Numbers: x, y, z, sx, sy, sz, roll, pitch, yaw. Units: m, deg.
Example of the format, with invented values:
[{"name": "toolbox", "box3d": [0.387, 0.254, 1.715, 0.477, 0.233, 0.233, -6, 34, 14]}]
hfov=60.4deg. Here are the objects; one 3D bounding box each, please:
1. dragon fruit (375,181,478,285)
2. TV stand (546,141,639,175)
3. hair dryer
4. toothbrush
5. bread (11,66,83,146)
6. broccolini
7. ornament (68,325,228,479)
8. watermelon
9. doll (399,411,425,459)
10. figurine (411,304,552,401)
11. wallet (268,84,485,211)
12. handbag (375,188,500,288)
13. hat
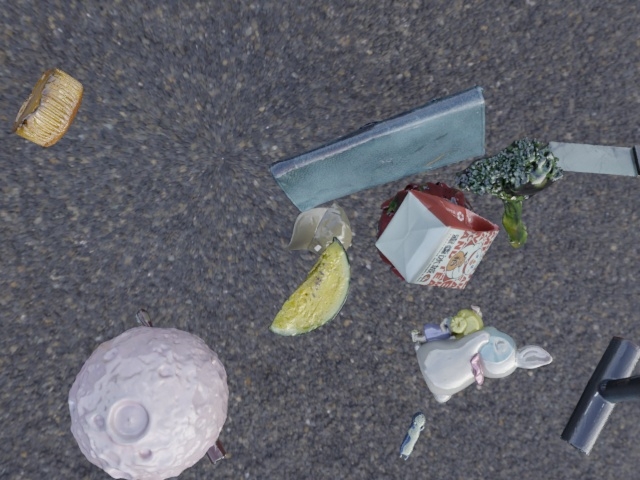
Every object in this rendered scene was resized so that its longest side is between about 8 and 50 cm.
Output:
[{"name": "dragon fruit", "box3d": [0.320, -0.025, 1.651, 0.330, 0.329, 0.329, -1, 99, -10]}, {"name": "TV stand", "box3d": [0.444, -0.103, 0.777, 0.257, 0.040, 0.048, 3, 67, -4]}, {"name": "hair dryer", "box3d": [0.400, 0.210, 0.719, 0.050, 0.195, 0.173, 29, 84, 8]}, {"name": "toothbrush", "box3d": [-0.301, 0.308, 1.172, 0.041, 0.041, 0.363, -29, 88, -5]}, {"name": "bread", "box3d": [-0.683, -0.333, 1.393, 0.104, 0.199, 0.199, 33, 92, -39]}, {"name": "broccolini", "box3d": [0.178, -0.039, 0.509, 0.071, 0.254, 0.057, 24, 91, 22]}, {"name": "ornament", "box3d": [-0.286, 0.269, 0.920, 0.260, 0.225, 0.259, 0, 88, -3]}, {"name": "watermelon", "box3d": [-0.010, 0.134, 1.403, 0.129, 0.123, 0.301, 32, 102, -26]}, {"name": "doll", "box3d": [0.232, 0.492, 1.389, 0.037, 0.027, 0.125, 35, 68, -18]}, {"name": "figurine", "box3d": [0.313, 0.210, 1.081, 0.236, 0.127, 0.155, -21, 66, 14]}, {"name": "wallet", "box3d": [0.105, -0.152, 0.983, 0.379, 0.190, 0.046, -18, 66, 9]}, {"name": "handbag", "box3d": [0.295, 0.007, 1.260, 0.298, 0.151, 0.171, 9, 121, -40]}, {"name": "hat", "box3d": [0.000, 0.000, 1.485, 0.144, 0.173, 0.166, 30, 122, 9]}]
